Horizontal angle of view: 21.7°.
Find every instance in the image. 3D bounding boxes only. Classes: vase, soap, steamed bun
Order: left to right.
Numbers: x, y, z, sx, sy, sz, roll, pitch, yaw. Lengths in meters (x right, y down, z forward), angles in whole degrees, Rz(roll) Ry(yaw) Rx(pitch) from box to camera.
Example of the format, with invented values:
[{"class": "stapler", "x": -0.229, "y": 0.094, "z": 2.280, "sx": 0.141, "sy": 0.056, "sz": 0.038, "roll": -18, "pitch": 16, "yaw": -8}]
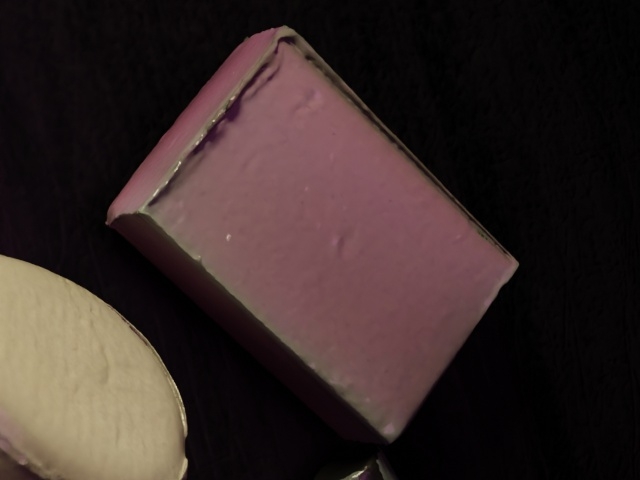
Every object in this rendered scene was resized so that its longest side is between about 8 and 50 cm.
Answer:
[{"class": "steamed bun", "x": -0.195, "y": 0.108, "z": 1.036, "sx": 0.228, "sy": 0.130, "sz": 0.177, "roll": 35, "pitch": 33, "yaw": -35}, {"class": "soap", "x": -0.001, "y": 0.000, "z": 1.190, "sx": 0.259, "sy": 0.081, "sz": 0.181, "roll": 44, "pitch": 69, "yaw": -21}, {"class": "vase", "x": 0.069, "y": 0.251, "z": 1.226, "sx": 0.060, "sy": 0.060, "sz": 0.211, "roll": -36, "pitch": 103, "yaw": -26}]
